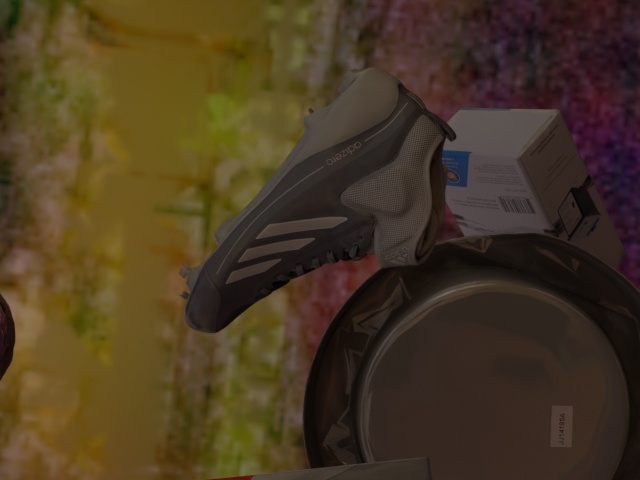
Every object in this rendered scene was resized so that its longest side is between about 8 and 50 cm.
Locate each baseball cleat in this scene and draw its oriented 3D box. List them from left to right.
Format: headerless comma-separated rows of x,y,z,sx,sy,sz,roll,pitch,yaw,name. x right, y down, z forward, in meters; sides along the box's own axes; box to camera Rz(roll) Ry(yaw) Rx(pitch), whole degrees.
0.000,0.000,0.900,0.206,0.109,0.072,-53,-10,29,baseball cleat

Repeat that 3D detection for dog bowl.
0.158,0.156,1.436,0.102,0.349,0.348,-95,12,-84,dog bowl

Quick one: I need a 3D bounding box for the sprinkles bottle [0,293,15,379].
-0.290,0.050,1.053,0.355,0.121,0.121,108,168,-80,sprinkles bottle

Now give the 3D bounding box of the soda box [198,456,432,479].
-0.073,0.196,0.907,0.091,0.286,0.098,106,158,-67,soda box

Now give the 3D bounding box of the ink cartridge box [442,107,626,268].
0.207,-0.037,1.572,0.140,0.190,0.082,8,48,49,ink cartridge box
